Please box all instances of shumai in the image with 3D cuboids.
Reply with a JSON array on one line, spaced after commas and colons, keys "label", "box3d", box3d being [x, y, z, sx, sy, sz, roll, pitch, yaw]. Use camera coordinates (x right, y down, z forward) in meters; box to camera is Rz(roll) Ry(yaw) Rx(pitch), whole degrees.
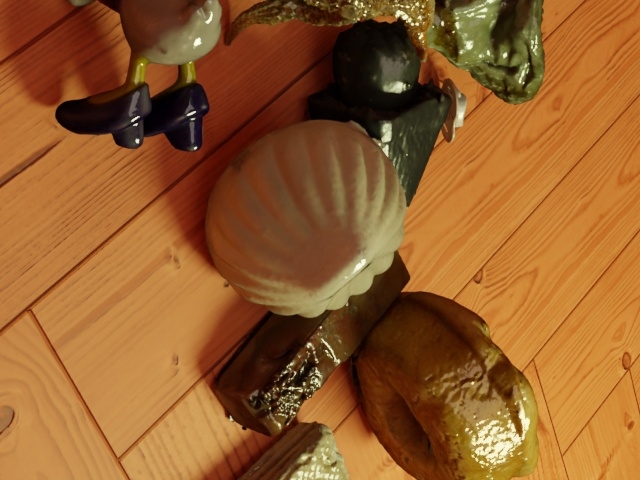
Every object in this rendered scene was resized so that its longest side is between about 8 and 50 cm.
[{"label": "shumai", "box3d": [0.215, -0.310, 1.788, 0.272, 0.203, 0.222, 72, 16, -63]}]

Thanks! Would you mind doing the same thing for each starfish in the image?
[{"label": "starfish", "box3d": [0.007, -0.312, 1.436, 0.301, 0.293, 0.084, 101, -16, -57]}]

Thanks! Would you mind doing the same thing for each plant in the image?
[{"label": "plant", "box3d": [0.078, -0.162, 1.657, 0.164, 0.141, 0.256, -24, 121, -39]}]

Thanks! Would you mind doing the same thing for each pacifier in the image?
[{"label": "pacifier", "box3d": [0.169, -0.189, 1.814, 0.078, 0.081, 0.099, -9, 135, -12]}]

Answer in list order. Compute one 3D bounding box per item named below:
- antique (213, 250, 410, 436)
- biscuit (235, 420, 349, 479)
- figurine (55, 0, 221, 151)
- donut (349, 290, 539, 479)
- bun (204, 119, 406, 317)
[{"label": "antique", "box3d": [-0.010, 0.120, 1.676, 0.310, 0.093, 0.087, -49, 132, -25]}, {"label": "biscuit", "box3d": [-0.121, 0.411, 1.651, 0.426, 0.078, 0.144, -39, 126, -34]}, {"label": "figurine", "box3d": [-0.180, -0.295, 1.301, 0.154, 0.193, 0.421, -13, 106, -41]}, {"label": "donut", "box3d": [0.171, 0.224, 1.771, 0.150, 0.299, 0.317, -37, 94, -21]}, {"label": "bun", "box3d": [0.000, 0.000, 1.525, 0.263, 0.175, 0.263, -11, 127, -15]}]
